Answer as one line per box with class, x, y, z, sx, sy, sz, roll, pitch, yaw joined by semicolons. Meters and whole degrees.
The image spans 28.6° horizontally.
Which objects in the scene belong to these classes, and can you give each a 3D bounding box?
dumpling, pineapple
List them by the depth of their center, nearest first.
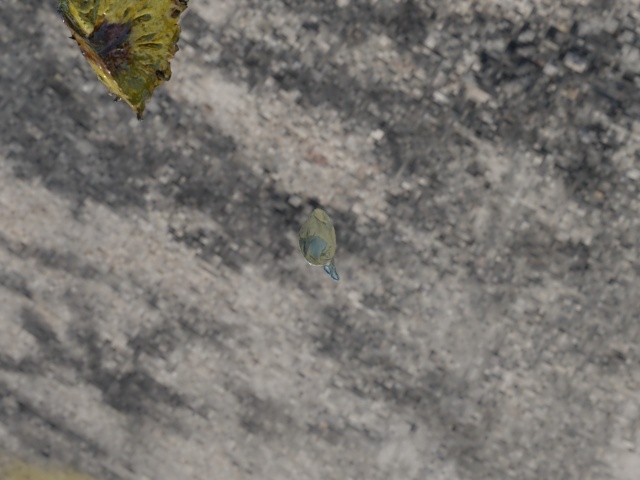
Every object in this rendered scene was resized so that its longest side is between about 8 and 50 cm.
pineapple;-0.209;-0.253;1.391;0.079;0.135;0.233;35;160;27
dumpling;-0.001;0.001;1.693;0.059;0.077;0.043;28;126;-33

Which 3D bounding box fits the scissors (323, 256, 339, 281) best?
scissors;0.020;0.041;2.114;0.036;0.083;0.006;41;112;-16
